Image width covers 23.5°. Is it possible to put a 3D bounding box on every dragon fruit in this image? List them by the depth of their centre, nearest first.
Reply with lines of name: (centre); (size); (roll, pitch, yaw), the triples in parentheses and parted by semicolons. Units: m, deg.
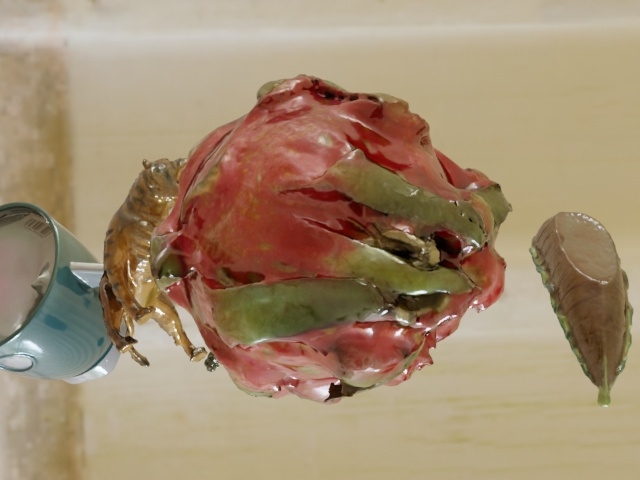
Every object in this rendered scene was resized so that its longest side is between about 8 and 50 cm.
dragon fruit: (0.009, 0.006, 1.123); (0.303, 0.237, 0.231); (0, -126, 57)

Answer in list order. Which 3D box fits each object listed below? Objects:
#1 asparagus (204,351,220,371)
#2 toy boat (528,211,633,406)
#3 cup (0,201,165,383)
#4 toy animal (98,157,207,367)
asparagus: (-0.091, 0.079, 1.459); (0.015, 0.018, 0.127); (-87, -168, -50)
toy boat: (0.322, 0.063, 1.853); (0.293, 0.108, 0.099); (-96, -172, -50)
cup: (-0.287, 0.072, 1.607); (0.173, 0.300, 0.167); (45, 39, -51)
toy animal: (-0.164, 0.048, 1.390); (0.116, 0.114, 0.255); (54, -33, 22)
